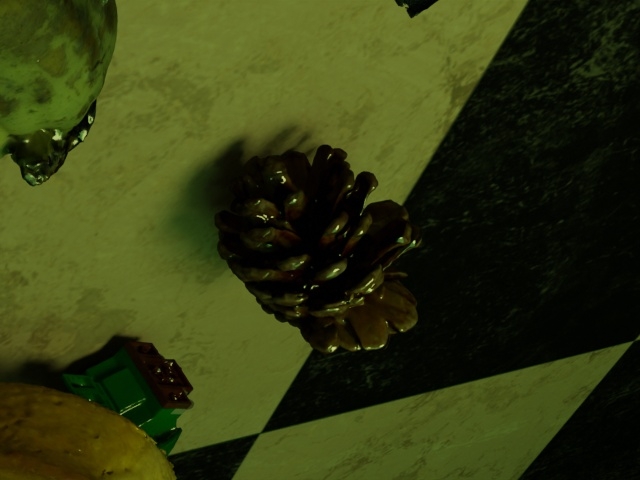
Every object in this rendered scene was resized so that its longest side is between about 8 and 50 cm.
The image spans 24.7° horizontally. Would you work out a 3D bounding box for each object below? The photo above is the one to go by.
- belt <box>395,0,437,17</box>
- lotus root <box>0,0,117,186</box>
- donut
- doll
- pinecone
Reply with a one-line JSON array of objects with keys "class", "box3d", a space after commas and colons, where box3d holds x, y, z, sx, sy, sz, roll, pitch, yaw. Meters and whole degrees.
[{"class": "belt", "box3d": [0.050, -0.222, 1.024, 0.058, 0.105, 0.140, -37, 134, 5]}, {"class": "lotus root", "box3d": [-0.210, -0.139, 0.820, 0.173, 0.173, 0.309, -33, 163, -2]}, {"class": "donut", "box3d": [-0.251, 0.235, 1.305, 0.303, 0.110, 0.303, 9, 140, 8]}, {"class": "doll", "box3d": [-0.199, 0.178, 1.384, 0.134, 0.106, 0.186, -18, 149, -38]}, {"class": "pinecone", "box3d": [-0.002, 0.003, 1.254, 0.150, 0.179, 0.195, -48, 125, -1]}]
